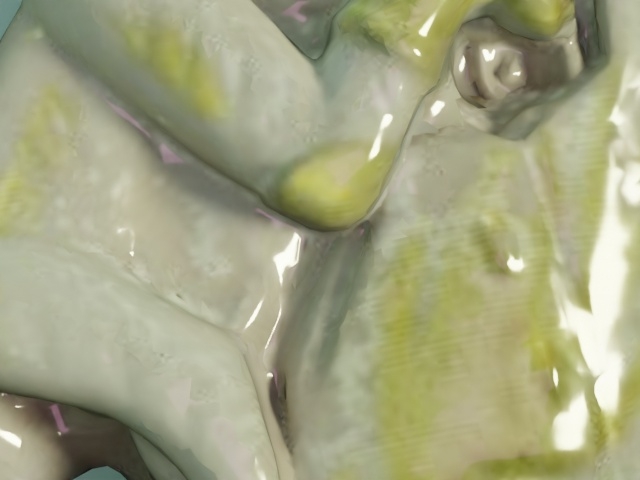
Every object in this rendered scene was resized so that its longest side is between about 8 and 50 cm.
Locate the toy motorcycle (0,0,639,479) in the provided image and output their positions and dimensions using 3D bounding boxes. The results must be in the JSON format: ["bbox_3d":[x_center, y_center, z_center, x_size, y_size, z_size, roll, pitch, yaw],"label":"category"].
[{"bbox_3d":[0.000,0.000,0.373,0.222,0.108,0.341,-7,89,-3],"label":"toy motorcycle"}]
